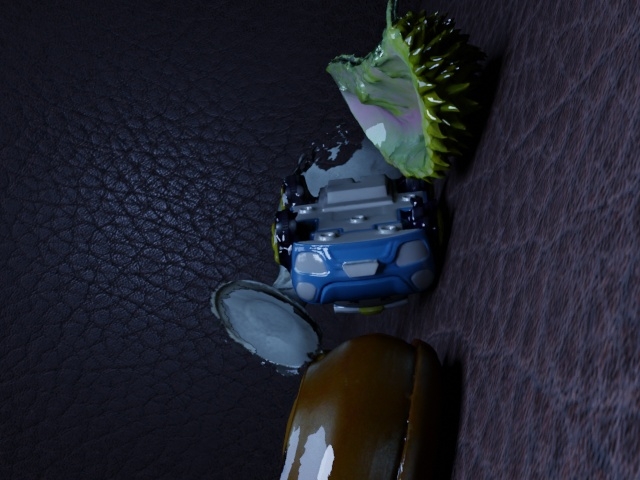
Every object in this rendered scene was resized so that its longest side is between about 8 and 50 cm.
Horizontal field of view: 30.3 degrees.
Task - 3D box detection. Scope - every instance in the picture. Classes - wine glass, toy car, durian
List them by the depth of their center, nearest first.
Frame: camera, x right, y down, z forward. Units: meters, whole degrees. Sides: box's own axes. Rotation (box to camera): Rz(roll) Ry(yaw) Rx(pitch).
[{"bbox_3d":[0.092,-0.162,1.345,0.352,0.169,0.158,-175,107,-79],"label":"durian"},{"bbox_3d":[0.050,0.012,1.420,0.314,0.198,0.166,-88,-10,-73],"label":"toy car"},{"bbox_3d":[0.002,0.005,1.686,0.357,0.190,0.190,-59,-9,-33],"label":"wine glass"}]

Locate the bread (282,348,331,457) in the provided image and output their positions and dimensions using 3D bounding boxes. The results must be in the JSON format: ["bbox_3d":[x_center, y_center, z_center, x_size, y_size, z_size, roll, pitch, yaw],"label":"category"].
[{"bbox_3d":[0.011,0.271,1.609,0.246,0.121,0.174,-81,6,-53],"label":"bread"}]

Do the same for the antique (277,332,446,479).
[{"bbox_3d":[0.034,0.191,1.030,0.278,0.129,0.224,-73,-4,-55],"label":"antique"}]
